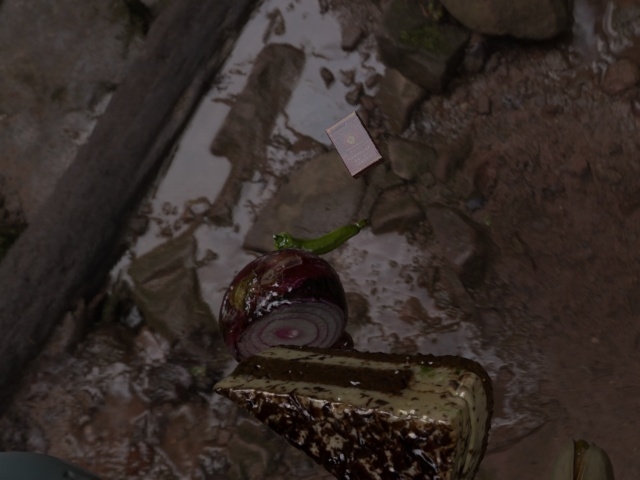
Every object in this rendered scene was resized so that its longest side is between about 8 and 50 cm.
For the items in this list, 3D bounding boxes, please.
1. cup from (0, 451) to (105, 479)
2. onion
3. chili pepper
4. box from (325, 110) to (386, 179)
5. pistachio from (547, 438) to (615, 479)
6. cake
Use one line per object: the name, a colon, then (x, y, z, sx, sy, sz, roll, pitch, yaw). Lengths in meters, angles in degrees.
cup: (-0.243, 0.370, 0.694, 0.260, 0.274, 0.356, -29, 111, 17)
onion: (-0.031, 0.104, 1.216, 0.195, 0.218, 0.139, -47, 41, 22)
chili pepper: (0.000, 0.001, 1.484, 0.043, 0.208, 0.048, -27, 75, 52)
box: (0.049, -0.133, 1.187, 0.052, 0.023, 0.082, -32, 74, 11)
pistachio: (0.395, 0.378, 1.291, 0.113, 0.113, 0.149, -3, 75, 22)
cake: (0.036, 0.134, 0.766, 0.246, 0.112, 0.135, 33, 118, 22)
